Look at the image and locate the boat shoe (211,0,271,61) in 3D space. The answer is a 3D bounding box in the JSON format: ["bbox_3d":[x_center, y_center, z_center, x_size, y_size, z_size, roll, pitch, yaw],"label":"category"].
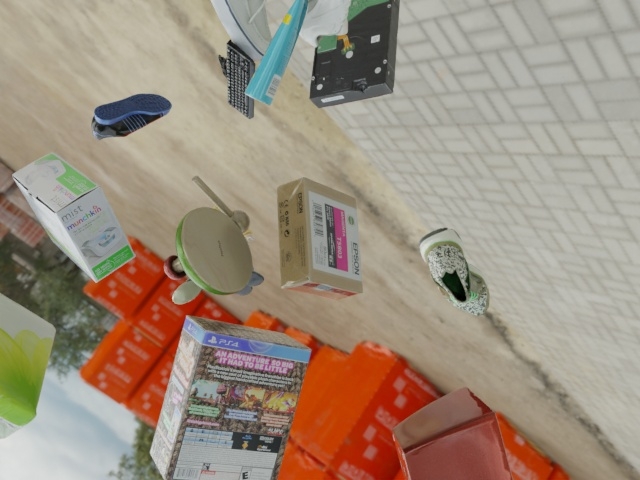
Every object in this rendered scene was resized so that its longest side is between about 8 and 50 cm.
[{"bbox_3d":[-0.146,-0.543,1.282,0.156,0.136,0.367,-13,122,18],"label":"boat shoe"}]

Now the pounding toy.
[{"bbox_3d":[-0.237,0.017,1.301,0.110,0.237,0.183,-28,132,31],"label":"pounding toy"}]

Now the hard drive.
[{"bbox_3d":[0.097,-0.543,1.785,0.236,0.339,0.064,-6,159,29],"label":"hard drive"}]

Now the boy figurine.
[{"bbox_3d":[-0.256,0.020,1.830,0.092,0.177,0.285,25,-149,-45],"label":"boy figurine"}]

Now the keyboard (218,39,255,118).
[{"bbox_3d":[-0.183,-0.346,1.379,0.108,0.023,0.180,44,154,16],"label":"keyboard"}]

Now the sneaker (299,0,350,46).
[{"bbox_3d":[0.035,-0.512,1.407,0.115,0.090,0.232,41,137,-20],"label":"sneaker"}]

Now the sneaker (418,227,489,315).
[{"bbox_3d":[0.430,0.149,2.030,0.158,0.182,0.410,-23,132,21],"label":"sneaker"}]

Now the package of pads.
[{"bbox_3d":[-0.603,0.168,1.080,0.296,0.101,0.229,43,-163,-31],"label":"package of pads"}]

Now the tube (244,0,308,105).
[{"bbox_3d":[-0.070,-0.346,1.158,0.052,0.207,0.080,26,-172,-5],"label":"tube"}]

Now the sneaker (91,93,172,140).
[{"bbox_3d":[-0.518,-0.336,1.763,0.081,0.232,0.090,53,139,17],"label":"sneaker"}]

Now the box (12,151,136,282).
[{"bbox_3d":[-0.610,-0.060,1.590,0.262,0.126,0.231,30,146,39],"label":"box"}]

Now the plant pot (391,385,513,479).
[{"bbox_3d":[0.324,0.556,1.634,0.267,0.235,0.267,-148,43,-87],"label":"plant pot"}]

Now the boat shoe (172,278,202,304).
[{"bbox_3d":[-0.320,0.112,1.642,0.049,0.137,0.043,49,166,-9],"label":"boat shoe"}]

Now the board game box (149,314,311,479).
[{"bbox_3d":[-0.181,0.322,1.291,0.232,0.291,0.141,16,178,-28],"label":"board game box"}]

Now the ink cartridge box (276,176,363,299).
[{"bbox_3d":[0.000,0.000,1.425,0.088,0.235,0.193,-18,158,37],"label":"ink cartridge box"}]
